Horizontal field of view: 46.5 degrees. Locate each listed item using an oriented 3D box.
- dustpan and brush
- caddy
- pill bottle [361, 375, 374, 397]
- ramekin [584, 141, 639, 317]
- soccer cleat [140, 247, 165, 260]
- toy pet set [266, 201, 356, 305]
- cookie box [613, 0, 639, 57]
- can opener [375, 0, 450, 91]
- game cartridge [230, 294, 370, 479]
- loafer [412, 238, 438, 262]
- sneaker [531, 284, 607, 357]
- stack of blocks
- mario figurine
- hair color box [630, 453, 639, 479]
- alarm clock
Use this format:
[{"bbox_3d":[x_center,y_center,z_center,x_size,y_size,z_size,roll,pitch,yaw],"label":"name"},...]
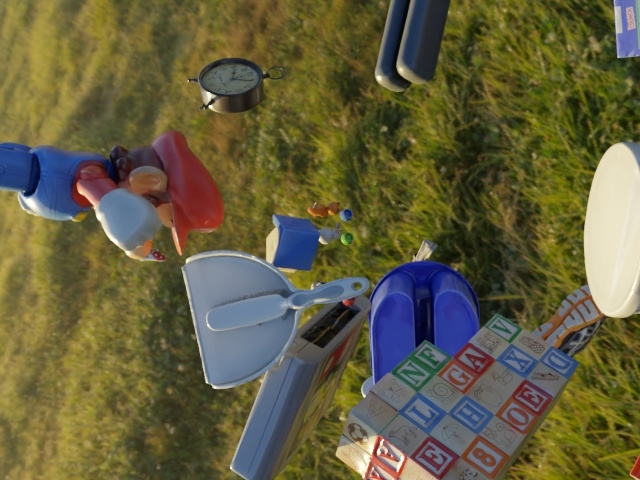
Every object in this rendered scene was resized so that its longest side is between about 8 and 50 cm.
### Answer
[{"bbox_3d":[-0.047,0.067,0.772,0.211,0.060,0.147,-14,85,12],"label":"dustpan and brush"},{"bbox_3d":[0.224,0.217,1.597,0.179,0.241,0.341,-63,-29,-78],"label":"caddy"},{"bbox_3d":[0.155,0.393,1.779,0.078,0.137,0.078,-17,33,11],"label":"pill bottle"},{"bbox_3d":[0.509,-0.014,1.144,0.273,0.127,0.273,4,-90,-87],"label":"ramekin"},{"bbox_3d":[-0.398,0.035,1.711,0.029,0.083,0.035,-93,25,-62],"label":"soccer cleat"},{"bbox_3d":[0.000,0.000,0.819,0.065,0.114,0.122,136,137,-55],"label":"toy pet set"},{"bbox_3d":[0.380,-0.267,0.887,0.040,0.107,0.092,-1,105,32],"label":"cookie box"},{"bbox_3d":[0.132,-0.294,0.833,0.074,0.093,0.280,-9,60,56],"label":"can opener"},{"bbox_3d":[-0.018,0.188,0.972,0.060,0.294,0.196,29,108,11],"label":"game cartridge"},{"bbox_3d":[0.267,0.039,1.965,0.045,0.039,0.125,-45,-9,-40],"label":"loafer"},{"bbox_3d":[0.498,0.166,1.442,0.215,0.083,0.084,-44,29,21],"label":"sneaker"},{"bbox_3d":[0.180,0.210,0.941,0.171,0.297,0.087,33,132,25],"label":"stack of blocks"},{"bbox_3d":[-0.268,-0.035,0.827,0.198,0.320,0.170,-98,21,-45],"label":"mario figurine"},{"bbox_3d":[0.560,0.380,1.109,0.167,0.093,0.053,23,79,43],"label":"hair color box"},{"bbox_3d":[-0.160,-0.315,1.503,0.192,0.064,0.129,-21,51,-14],"label":"alarm clock"}]
